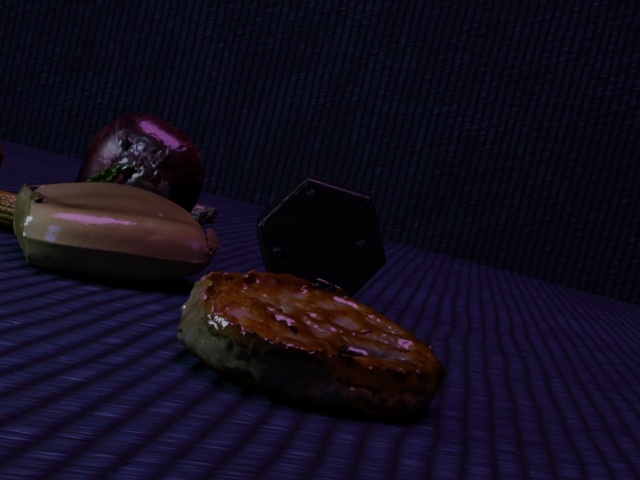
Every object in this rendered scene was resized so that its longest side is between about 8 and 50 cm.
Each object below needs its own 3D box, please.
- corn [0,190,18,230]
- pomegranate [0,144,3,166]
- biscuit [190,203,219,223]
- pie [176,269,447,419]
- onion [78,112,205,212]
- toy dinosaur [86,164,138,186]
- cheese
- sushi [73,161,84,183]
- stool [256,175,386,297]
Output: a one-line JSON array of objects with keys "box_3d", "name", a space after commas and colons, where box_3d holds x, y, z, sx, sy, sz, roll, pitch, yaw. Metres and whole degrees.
[{"box_3d": [-0.498, -0.041, 1.579, 0.165, 0.063, 0.085, 16, -19, 1], "name": "corn"}, {"box_3d": [-0.663, -0.164, 1.657, 0.209, 0.209, 0.209, 14, 5, -1], "name": "pomegranate"}, {"box_3d": [-0.359, -0.082, 2.489, 0.147, 0.046, 0.250, 15, 4, 2], "name": "biscuit"}, {"box_3d": [-0.004, 0.119, 1.061, 0.315, 0.093, 0.315, 17, 9, -3], "name": "pie"}, {"box_3d": [-0.335, -0.120, 1.813, 0.252, 0.252, 0.219, 16, 4, 19], "name": "onion"}, {"box_3d": [-0.343, -0.021, 1.645, 0.194, 0.152, 0.177, -6, 58, -51], "name": "toy dinosaur"}, {"box_3d": [-0.306, -0.007, 1.430, 0.315, 0.128, 0.259, 6, 17, -26], "name": "cheese"}, {"box_3d": [-0.454, -0.119, 2.055, 0.150, 0.153, 0.172, 38, 35, 22], "name": "sushi"}, {"box_3d": [0.000, 0.000, 1.628, 0.232, 0.232, 0.141, 14, 3, -4], "name": "stool"}]
